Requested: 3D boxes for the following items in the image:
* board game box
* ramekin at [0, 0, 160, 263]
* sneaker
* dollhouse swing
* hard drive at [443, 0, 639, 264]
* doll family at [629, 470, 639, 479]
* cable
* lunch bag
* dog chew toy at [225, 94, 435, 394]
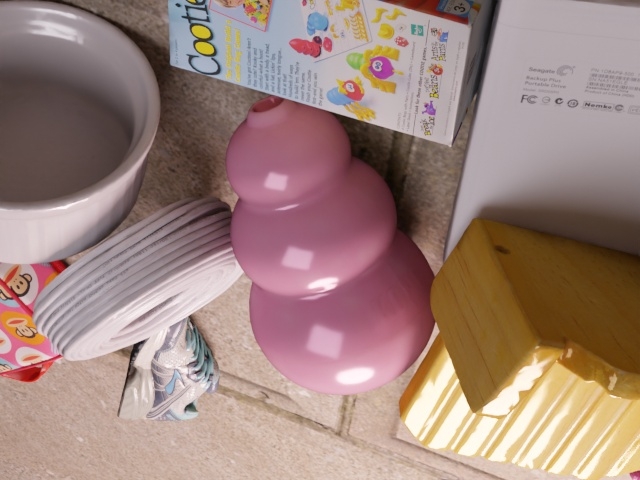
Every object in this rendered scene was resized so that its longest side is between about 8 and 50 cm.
[{"bbox_3d":[0.016,-0.215,1.162,0.275,0.142,0.144,18,139,11],"label":"board game box"},{"bbox_3d":[-0.310,-0.109,1.360,0.277,0.277,0.135,23,147,6],"label":"ramekin"},{"bbox_3d":[-0.187,0.147,1.700,0.122,0.110,0.283,12,143,-9],"label":"sneaker"},{"bbox_3d":[0.271,0.180,1.246,0.347,0.315,0.304,14,115,-15],"label":"dollhouse swing"},{"bbox_3d":[0.254,-0.086,1.195,0.233,0.047,0.353,6,137,0],"label":"hard drive"},{"bbox_3d":[0.491,0.291,1.468,0.263,0.118,0.163,50,144,2],"label":"doll family"},{"bbox_3d":[-0.198,0.047,1.446,0.089,0.257,0.257,57,147,7],"label":"cable"},{"bbox_3d":[-0.458,0.094,1.759,0.293,0.120,0.258,-14,125,37],"label":"lunch bag"},{"bbox_3d":[0.000,0.000,1.361,0.207,0.206,0.331,-2,123,30],"label":"dog chew toy"}]
